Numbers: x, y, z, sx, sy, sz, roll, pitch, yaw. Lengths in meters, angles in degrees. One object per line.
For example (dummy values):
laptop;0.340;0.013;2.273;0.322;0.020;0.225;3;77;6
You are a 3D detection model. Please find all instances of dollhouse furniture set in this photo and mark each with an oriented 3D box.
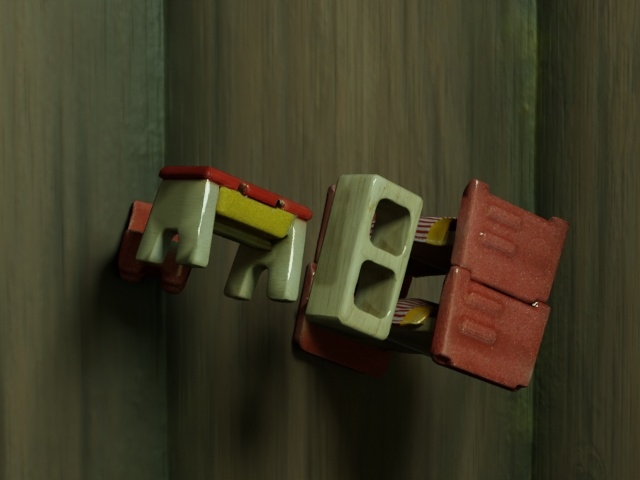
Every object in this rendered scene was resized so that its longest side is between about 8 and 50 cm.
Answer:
dollhouse furniture set;0.000;0.000;1.304;0.374;0.201;0.152;23;76;-38
